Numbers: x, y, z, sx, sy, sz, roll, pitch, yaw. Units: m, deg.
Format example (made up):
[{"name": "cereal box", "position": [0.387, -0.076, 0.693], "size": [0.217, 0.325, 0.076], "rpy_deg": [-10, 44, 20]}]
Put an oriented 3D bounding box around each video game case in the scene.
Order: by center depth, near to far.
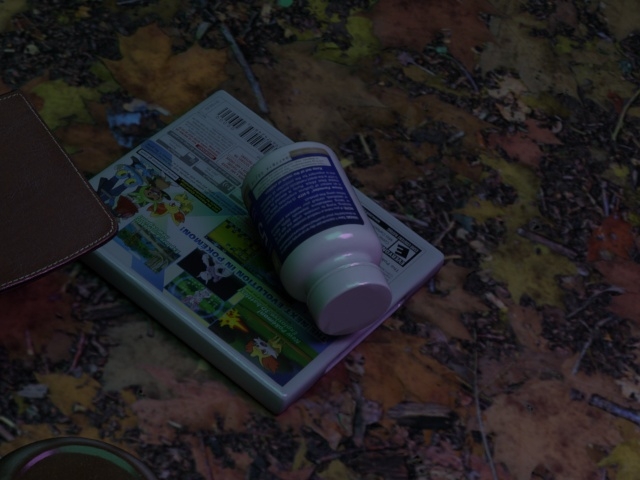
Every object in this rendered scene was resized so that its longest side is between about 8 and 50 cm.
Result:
[{"name": "video game case", "position": [-0.078, 0.002, 2.089], "size": [0.329, 0.036, 0.300], "rpy_deg": [37, 47, 15]}]

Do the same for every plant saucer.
[{"name": "plant saucer", "position": [-0.222, 0.253, 1.804], "size": [0.198, 0.036, 0.198], "rpy_deg": [10, 45, -10]}]

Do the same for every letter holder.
[{"name": "letter holder", "position": [-0.374, 0.014, 1.895], "size": [0.302, 0.152, 0.214], "rpy_deg": [-22, 61, -34]}]

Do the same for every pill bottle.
[{"name": "pill bottle", "position": [0.000, 0.000, 2.014], "size": [0.112, 0.112, 0.187], "rpy_deg": [-8, 52, -25]}]
